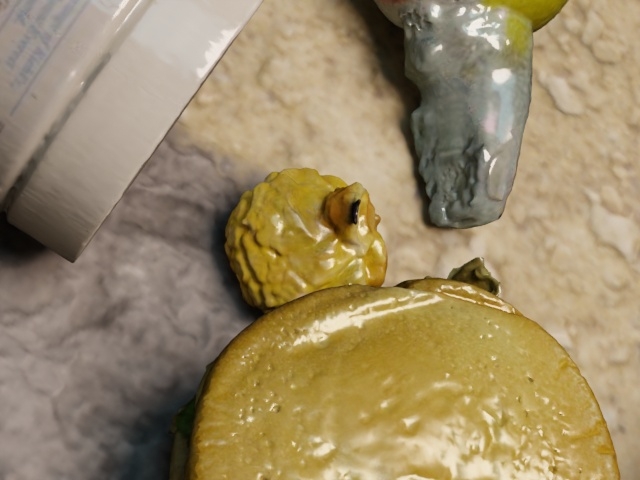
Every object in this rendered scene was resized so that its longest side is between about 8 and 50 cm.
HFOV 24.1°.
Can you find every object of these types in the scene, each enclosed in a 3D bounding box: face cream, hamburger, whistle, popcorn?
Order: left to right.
[{"bbox_3d":[-0.119,-0.103,0.657,0.153,0.177,0.177,36,57,-6],"label":"face cream"},{"bbox_3d":[0.000,0.000,0.724,0.084,0.084,0.084,10,63,-20],"label":"popcorn"},{"bbox_3d":[0.024,0.117,0.656,0.215,0.122,0.189,-24,72,-28],"label":"hamburger"},{"bbox_3d":[0.073,-0.118,0.799,0.122,0.123,0.223,8,78,-21],"label":"whistle"}]
